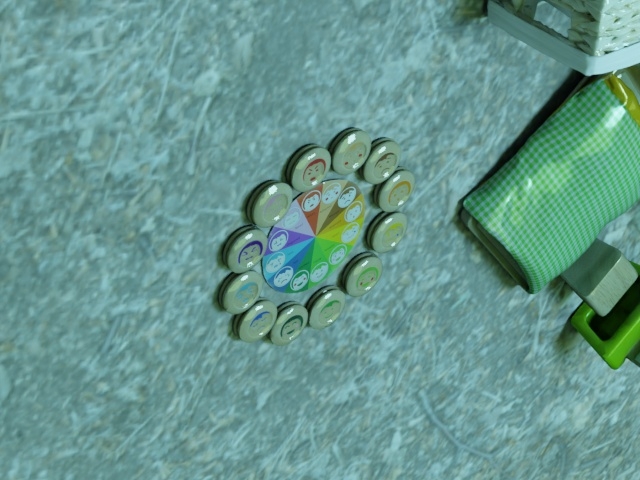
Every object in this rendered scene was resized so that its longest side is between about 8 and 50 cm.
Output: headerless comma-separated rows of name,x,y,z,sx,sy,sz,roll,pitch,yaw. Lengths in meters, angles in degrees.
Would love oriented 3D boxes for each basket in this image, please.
basket,0.220,-0.203,1.389,0.167,0.113,0.103,-21,130,-35

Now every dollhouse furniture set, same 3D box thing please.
dollhouse furniture set,0.278,0.000,1.592,0.197,0.151,0.301,-50,144,-2

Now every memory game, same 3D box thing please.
memory game,0.000,0.000,1.406,0.186,0.012,0.186,-28,138,-28
